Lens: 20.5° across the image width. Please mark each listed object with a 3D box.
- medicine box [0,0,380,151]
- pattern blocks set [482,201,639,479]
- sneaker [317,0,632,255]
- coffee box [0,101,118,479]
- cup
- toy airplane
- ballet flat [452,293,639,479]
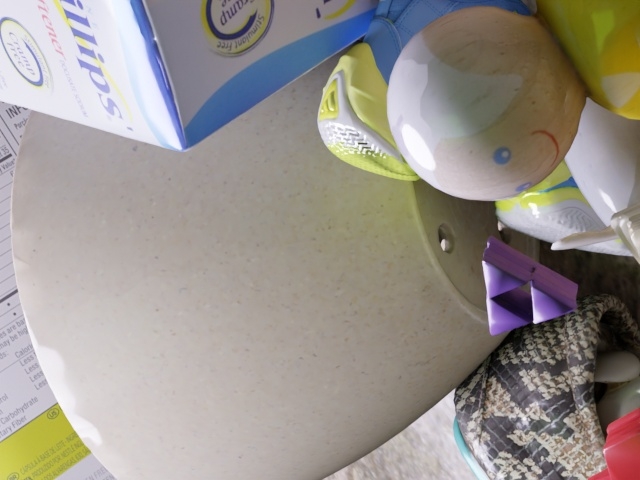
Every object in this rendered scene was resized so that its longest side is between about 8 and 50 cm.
[{"bbox_3d":[-0.085,-0.198,1.060,0.289,0.263,0.149,17,135,48],"label":"medicine box"},{"bbox_3d":[0.217,0.019,0.684,0.325,0.026,0.285,-9,124,31],"label":"pattern blocks set"},{"bbox_3d":[0.118,-0.073,1.004,0.240,0.126,0.091,20,174,-30],"label":"sneaker"},{"bbox_3d":[-0.240,0.031,1.463,0.334,0.338,0.338,59,151,-7],"label":"coffee box"},{"bbox_3d":[0.000,0.000,1.147,0.237,0.331,0.331,-14,111,32],"label":"cup"},{"bbox_3d":[0.118,-0.143,0.801,0.386,0.272,0.384,45,173,-11],"label":"toy airplane"},{"bbox_3d":[0.269,0.242,1.108,0.182,0.164,0.482,-42,76,37],"label":"ballet flat"}]
